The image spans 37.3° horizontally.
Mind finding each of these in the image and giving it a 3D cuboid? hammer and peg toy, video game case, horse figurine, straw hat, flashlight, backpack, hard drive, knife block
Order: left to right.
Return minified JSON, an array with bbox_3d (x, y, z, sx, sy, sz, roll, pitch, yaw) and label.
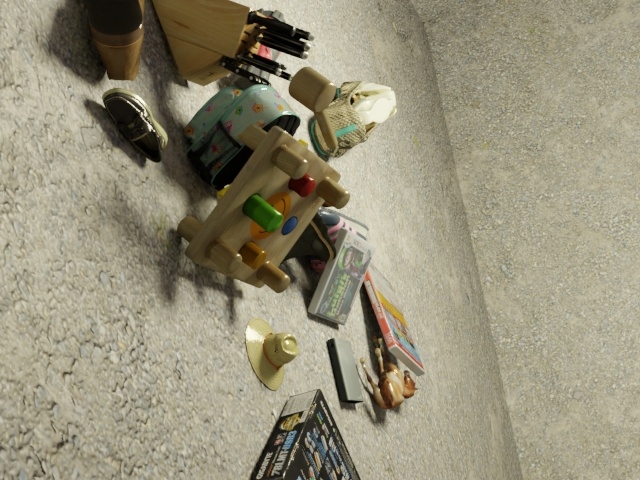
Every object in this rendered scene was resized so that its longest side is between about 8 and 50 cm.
[{"bbox_3d":[-0.154,-0.391,1.697,0.275,0.242,0.088,68,17,9],"label":"knife block"},{"bbox_3d":[-0.135,-0.194,1.679,0.144,0.188,0.166,57,17,12],"label":"backpack"},{"bbox_3d":[-0.132,-0.391,2.018,0.103,0.103,0.304,35,32,-17],"label":"flashlight"},{"bbox_3d":[-0.072,0.194,1.685,0.144,0.061,0.144,54,25,-40],"label":"straw hat"},{"bbox_3d":[-0.053,-0.088,1.585,0.127,0.361,0.266,37,2,27],"label":"hammer and peg toy"},{"bbox_3d":[0.049,0.081,2.028,0.173,0.022,0.190,30,82,-63],"label":"video game case"},{"bbox_3d":[0.054,0.278,2.017,0.094,0.022,0.135,26,48,-65],"label":"hard drive"},{"bbox_3d":[0.157,0.322,2.199,0.174,0.066,0.263,66,14,-5],"label":"horse figurine"},{"bbox_3d":[0.172,0.183,2.358,0.204,0.025,0.285,45,21,-53],"label":"video game case"}]

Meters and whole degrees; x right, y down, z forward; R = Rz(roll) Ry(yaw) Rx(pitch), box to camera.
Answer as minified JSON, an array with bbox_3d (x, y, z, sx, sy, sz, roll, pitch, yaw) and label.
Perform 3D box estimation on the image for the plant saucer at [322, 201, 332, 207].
[{"bbox_3d":[-0.039,-0.133,2.007,0.200,0.037,0.200,38,9,-7],"label":"plant saucer"}]

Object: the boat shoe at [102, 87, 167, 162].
[{"bbox_3d":[-0.281,-0.176,1.458,0.152,0.056,0.049,47,25,-51],"label":"boat shoe"}]

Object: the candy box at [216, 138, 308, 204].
[{"bbox_3d":[-0.101,-0.092,1.683,0.206,0.027,0.105,-36,146,-32],"label":"candy box"}]

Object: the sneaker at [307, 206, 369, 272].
[{"bbox_3d":[0.000,0.000,2.019,0.319,0.112,0.131,21,81,-53],"label":"sneaker"}]

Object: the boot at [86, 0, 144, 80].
[{"bbox_3d":[-0.325,-0.374,1.510,0.115,0.112,0.305,96,-10,-49],"label":"boot"}]

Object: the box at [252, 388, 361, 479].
[{"bbox_3d":[-0.003,0.451,1.620,0.295,0.073,0.293,67,20,-14],"label":"box"}]

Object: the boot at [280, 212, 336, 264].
[{"bbox_3d":[-0.049,0.016,1.866,0.077,0.137,0.198,49,-8,30],"label":"boot"}]

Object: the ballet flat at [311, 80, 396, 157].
[{"bbox_3d":[0.112,-0.339,2.520,0.164,0.182,0.483,66,19,-13],"label":"ballet flat"}]
